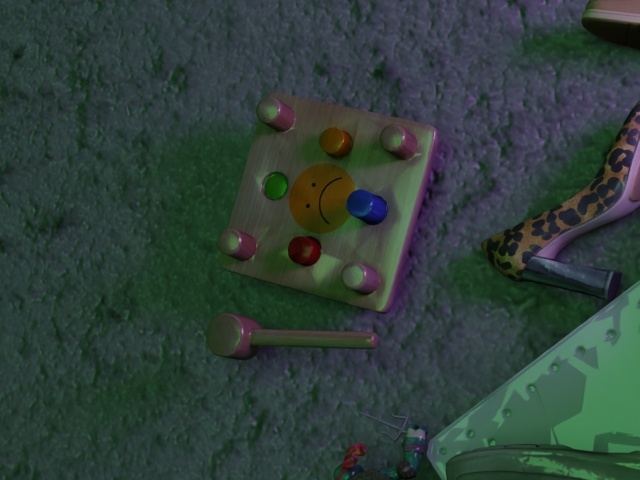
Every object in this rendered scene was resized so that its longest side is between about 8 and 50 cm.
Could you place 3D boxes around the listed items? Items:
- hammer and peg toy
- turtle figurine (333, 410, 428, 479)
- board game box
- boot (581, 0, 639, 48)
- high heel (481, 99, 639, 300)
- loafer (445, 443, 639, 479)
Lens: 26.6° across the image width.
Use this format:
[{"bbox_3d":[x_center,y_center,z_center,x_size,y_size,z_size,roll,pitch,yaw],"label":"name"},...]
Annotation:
[{"bbox_3d":[0.000,0.000,1.779,0.265,0.127,0.361,14,86,23],"label":"hammer and peg toy"},{"bbox_3d":[0.094,0.328,1.658,0.234,0.118,0.175,38,122,28],"label":"turtle figurine"},{"bbox_3d":[0.382,0.291,1.598,0.390,0.050,0.390,-39,67,12],"label":"board game box"},{"bbox_3d":[0.460,-0.342,1.661,0.261,0.095,0.204,3,82,22],"label":"boot"},{"bbox_3d":[0.308,-0.067,1.682,0.186,0.093,0.261,15,85,32],"label":"high heel"},{"bbox_3d":[0.297,0.293,1.541,0.319,0.112,0.112,0,75,21],"label":"loafer"}]
